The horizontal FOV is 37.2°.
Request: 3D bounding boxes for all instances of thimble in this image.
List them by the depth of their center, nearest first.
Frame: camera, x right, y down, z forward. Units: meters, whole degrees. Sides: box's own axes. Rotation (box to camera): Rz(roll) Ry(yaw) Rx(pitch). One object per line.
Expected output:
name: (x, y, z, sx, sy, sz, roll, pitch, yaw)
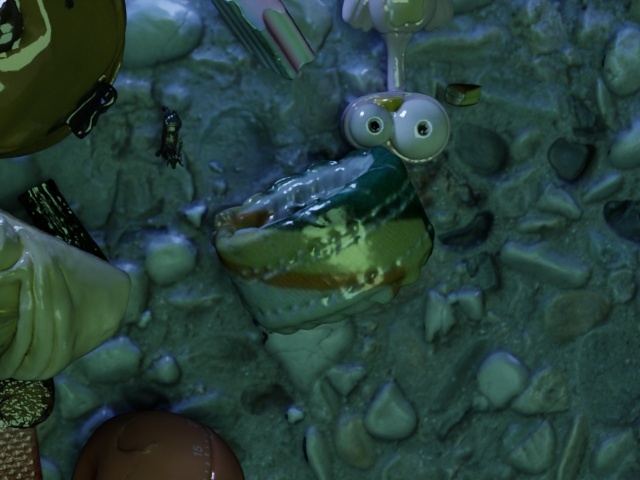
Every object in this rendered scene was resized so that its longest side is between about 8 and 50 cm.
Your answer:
thimble: (0.000, 0.000, 1.265, 0.288, 0.254, 0.167, -20, 106, 15)

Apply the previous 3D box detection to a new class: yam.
yam: (-0.385, 0.190, 1.235, 0.079, 0.141, 0.079, -3, 101, -17)

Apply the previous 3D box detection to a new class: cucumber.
cucumber: (-0.327, 0.004, 1.257, 0.058, 0.058, 0.187, -35, 110, -8)

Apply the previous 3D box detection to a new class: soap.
soap: (-0.081, -0.288, 1.250, 0.056, 0.100, 0.149, -48, 137, -9)

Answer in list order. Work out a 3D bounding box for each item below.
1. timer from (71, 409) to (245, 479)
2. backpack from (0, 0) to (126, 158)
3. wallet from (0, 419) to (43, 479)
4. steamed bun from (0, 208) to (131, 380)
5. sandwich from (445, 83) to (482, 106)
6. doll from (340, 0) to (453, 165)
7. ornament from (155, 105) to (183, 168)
timer: (-0.222, 0.345, 1.277, 0.215, 0.229, 0.229, 29, 92, -23)
backpack: (-0.396, -0.279, 1.096, 0.378, 0.201, 0.353, 40, 92, -19)
wallet: (-0.437, 0.331, 1.314, 0.103, 0.020, 0.196, -8, 104, -16)
steamed bun: (-0.402, 0.064, 1.125, 0.289, 0.276, 0.203, 30, 82, -31)
sandwich: (0.205, -0.214, 1.398, 0.083, 0.044, 0.030, -20, 120, -59)
doll: (0.106, -0.250, 1.327, 0.160, 0.094, 0.365, -3, 102, -15)
ornament: (-0.194, -0.133, 1.235, 0.028, 0.125, 0.073, 6, 102, -17)
